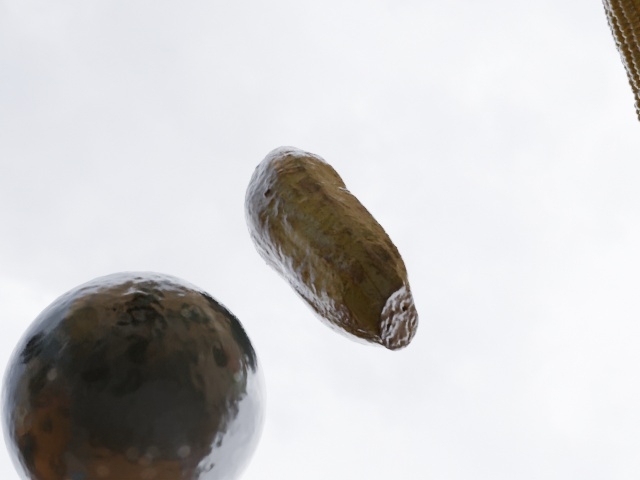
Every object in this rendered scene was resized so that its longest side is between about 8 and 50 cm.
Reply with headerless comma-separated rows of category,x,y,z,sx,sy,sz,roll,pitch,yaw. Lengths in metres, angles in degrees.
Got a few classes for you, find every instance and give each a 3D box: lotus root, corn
lotus root,0.000,0.000,0.886,0.097,0.110,0.258,-23,-141,-14
corn,0.389,-0.225,1.203,0.086,0.086,0.288,-20,-85,5

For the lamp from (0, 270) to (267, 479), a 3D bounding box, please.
lamp,-0.123,0.154,0.767,0.182,0.314,0.182,-2,-129,3
